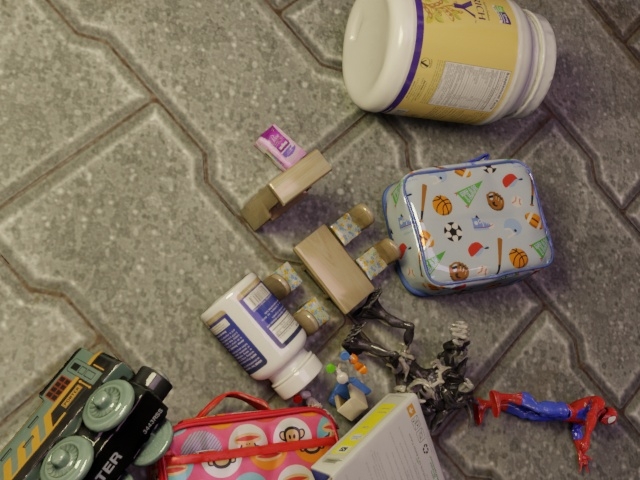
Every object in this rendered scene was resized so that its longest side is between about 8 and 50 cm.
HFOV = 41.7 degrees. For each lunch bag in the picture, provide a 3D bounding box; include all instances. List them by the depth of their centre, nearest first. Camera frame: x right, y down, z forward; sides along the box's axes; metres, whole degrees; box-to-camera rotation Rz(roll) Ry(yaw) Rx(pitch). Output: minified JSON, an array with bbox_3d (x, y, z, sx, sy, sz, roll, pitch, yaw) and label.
[{"bbox_3d":[-0.107,0.353,1.247,0.293,0.120,0.258,-2,72,-27],"label":"lunch bag"},{"bbox_3d":[0.271,-0.032,1.527,0.304,0.115,0.243,-8,75,-24],"label":"lunch bag"}]

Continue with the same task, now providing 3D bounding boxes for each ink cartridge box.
[{"bbox_3d":[0.090,0.430,1.238,0.307,0.072,0.303,-29,106,-46],"label":"ink cartridge box"}]

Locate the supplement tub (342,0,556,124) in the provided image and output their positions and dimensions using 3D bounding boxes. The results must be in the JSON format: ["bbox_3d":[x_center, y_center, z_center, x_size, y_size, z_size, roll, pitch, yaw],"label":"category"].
[{"bbox_3d":[0.231,-0.338,1.528,0.332,0.241,0.240,3,73,-23],"label":"supplement tub"}]

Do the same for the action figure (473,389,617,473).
[{"bbox_3d":[0.417,0.340,1.489,0.281,0.091,0.139,4,66,-21],"label":"action figure"}]

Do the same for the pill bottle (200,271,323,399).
[{"bbox_3d":[-0.088,0.153,1.314,0.112,0.112,0.186,-42,93,-28],"label":"pill bottle"}]

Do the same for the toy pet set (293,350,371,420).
[{"bbox_3d":[0.030,0.228,1.354,0.122,0.065,0.114,-43,115,15],"label":"toy pet set"}]

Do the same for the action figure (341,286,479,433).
[{"bbox_3d":[0.173,0.208,1.396,0.276,0.141,0.164,36,62,-6],"label":"action figure"}]

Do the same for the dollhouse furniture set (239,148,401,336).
[{"bbox_3d":[0.000,0.000,1.369,0.212,0.161,0.242,-39,92,-28],"label":"dollhouse furniture set"}]

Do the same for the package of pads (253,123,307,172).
[{"bbox_3d":[-0.069,-0.159,1.461,0.083,0.032,0.050,43,60,-6],"label":"package of pads"}]

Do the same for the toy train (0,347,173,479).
[{"bbox_3d":[-0.341,0.298,1.125,0.334,0.190,0.142,-54,135,-21],"label":"toy train"}]
